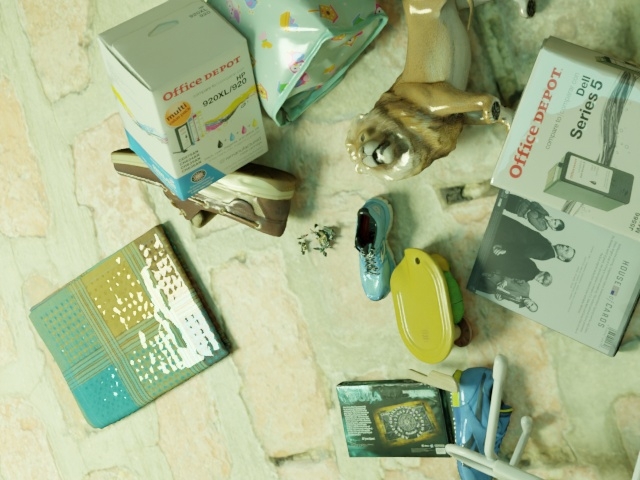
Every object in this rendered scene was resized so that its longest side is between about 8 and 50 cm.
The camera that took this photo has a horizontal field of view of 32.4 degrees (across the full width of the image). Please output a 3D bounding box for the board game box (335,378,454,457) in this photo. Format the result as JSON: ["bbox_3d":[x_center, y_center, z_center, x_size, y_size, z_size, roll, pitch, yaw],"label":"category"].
[{"bbox_3d":[0.119,0.285,1.766,0.186,0.026,0.126,-6,98,31],"label":"board game box"}]

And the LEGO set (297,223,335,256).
[{"bbox_3d":[-0.001,-0.002,1.778,0.083,0.023,0.054,5,101,43],"label":"LEGO set"}]

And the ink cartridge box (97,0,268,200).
[{"bbox_3d":[-0.206,-0.221,1.678,0.168,0.171,0.232,44,157,35],"label":"ink cartridge box"}]

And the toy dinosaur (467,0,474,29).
[{"bbox_3d":[0.164,-0.351,1.467,0.211,0.064,0.112,31,115,52],"label":"toy dinosaur"}]

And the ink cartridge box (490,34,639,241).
[{"bbox_3d":[0.383,-0.125,1.433,0.273,0.115,0.198,21,112,9],"label":"ink cartridge box"}]

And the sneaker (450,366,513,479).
[{"bbox_3d":[0.250,0.294,1.668,0.082,0.069,0.209,-2,100,27],"label":"sneaker"}]

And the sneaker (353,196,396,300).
[{"bbox_3d":[0.074,0.016,1.704,0.063,0.073,0.162,1,101,30],"label":"sneaker"}]

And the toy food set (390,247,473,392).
[{"bbox_3d":[0.178,0.113,1.676,0.128,0.071,0.217,-2,99,55],"label":"toy food set"}]

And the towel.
[{"bbox_3d":[-0.352,0.165,2.008,0.370,0.040,0.271,-32,86,30],"label":"towel"}]

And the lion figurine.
[{"bbox_3d":[0.167,-0.272,1.568,0.240,0.142,0.392,11,92,36],"label":"lion figurine"}]

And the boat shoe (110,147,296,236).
[{"bbox_3d":[-0.202,-0.079,1.820,0.342,0.123,0.123,13,106,21],"label":"boat shoe"}]

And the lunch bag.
[{"bbox_3d":[-0.057,-0.323,1.649,0.223,0.160,0.262,53,142,9],"label":"lunch bag"}]

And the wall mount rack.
[{"bbox_3d":[0.337,0.289,1.487,0.350,0.304,0.130,19,75,25],"label":"wall mount rack"}]

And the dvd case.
[{"bbox_3d":[0.343,0.039,1.579,0.239,0.029,0.179,25,112,23],"label":"dvd case"}]
